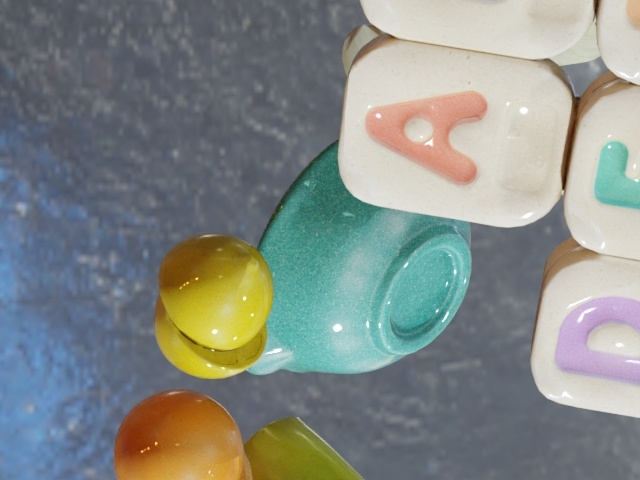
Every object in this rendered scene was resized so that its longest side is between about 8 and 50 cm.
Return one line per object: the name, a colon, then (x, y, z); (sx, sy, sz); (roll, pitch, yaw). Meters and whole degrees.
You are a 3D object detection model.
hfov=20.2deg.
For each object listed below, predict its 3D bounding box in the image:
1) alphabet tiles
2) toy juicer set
alphabet tiles: (0.148, -0.063, 0.498); (0.278, 0.021, 0.284); (10, 121, 6)
toy juicer set: (0.000, 0.000, 0.842); (0.209, 0.089, 0.329); (16, 102, -54)
